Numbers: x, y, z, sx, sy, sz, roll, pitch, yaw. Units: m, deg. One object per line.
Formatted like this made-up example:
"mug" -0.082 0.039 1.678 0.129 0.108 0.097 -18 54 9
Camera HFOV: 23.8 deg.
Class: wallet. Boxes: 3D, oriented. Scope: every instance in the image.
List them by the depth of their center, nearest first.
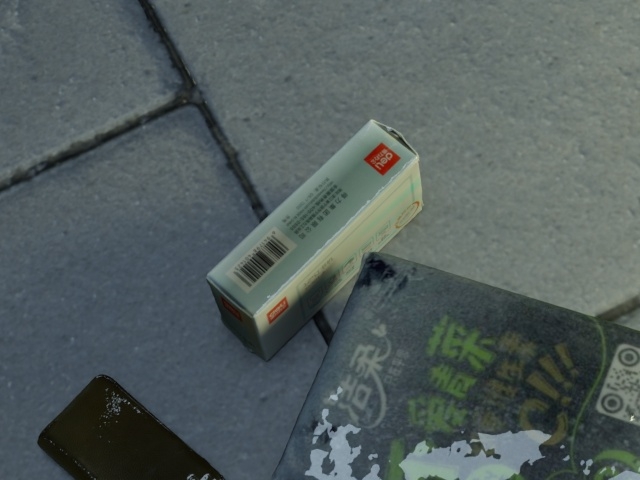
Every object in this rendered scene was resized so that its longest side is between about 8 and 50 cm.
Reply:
"wallet" -0.202 0.239 1.637 0.198 0.031 0.110 37 72 23

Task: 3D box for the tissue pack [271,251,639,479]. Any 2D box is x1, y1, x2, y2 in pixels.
"tissue pack" 0.184 0.195 1.553 0.394 0.124 0.288 17 64 17

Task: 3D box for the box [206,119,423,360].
"box" 0.000 0.000 1.679 0.079 0.135 0.269 40 75 21
